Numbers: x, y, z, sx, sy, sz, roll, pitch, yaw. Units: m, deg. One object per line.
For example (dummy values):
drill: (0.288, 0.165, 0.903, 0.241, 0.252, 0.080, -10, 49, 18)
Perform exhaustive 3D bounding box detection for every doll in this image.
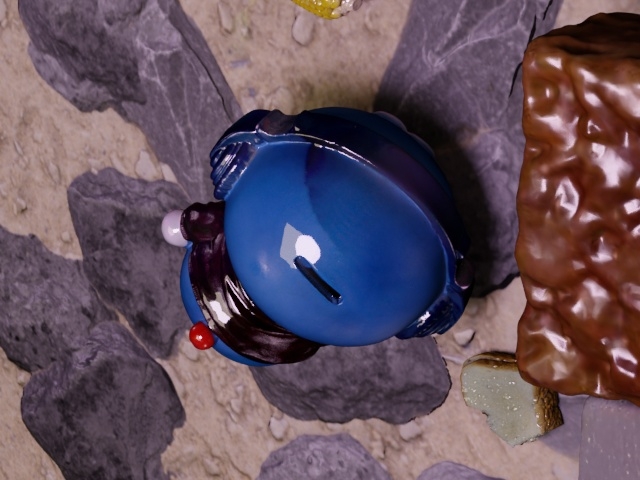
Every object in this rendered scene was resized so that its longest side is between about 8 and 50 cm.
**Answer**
doll: (0.000, 0.000, 1.829, 0.284, 0.240, 0.310, 43, 135, -12)

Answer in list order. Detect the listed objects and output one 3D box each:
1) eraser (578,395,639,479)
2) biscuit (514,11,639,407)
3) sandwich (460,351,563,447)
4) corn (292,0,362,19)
eraser: (0.396, 0.213, 1.657, 0.352, 0.077, 0.111, 12, 108, 37)
biscuit: (0.353, -0.001, 1.526, 0.395, 0.166, 0.343, 17, 122, 28)
sandwich: (0.184, 0.154, 1.857, 0.105, 0.036, 0.093, 9, 114, 40)
corn: (-0.037, -0.281, 1.853, 0.206, 0.067, 0.067, 39, 129, 27)
